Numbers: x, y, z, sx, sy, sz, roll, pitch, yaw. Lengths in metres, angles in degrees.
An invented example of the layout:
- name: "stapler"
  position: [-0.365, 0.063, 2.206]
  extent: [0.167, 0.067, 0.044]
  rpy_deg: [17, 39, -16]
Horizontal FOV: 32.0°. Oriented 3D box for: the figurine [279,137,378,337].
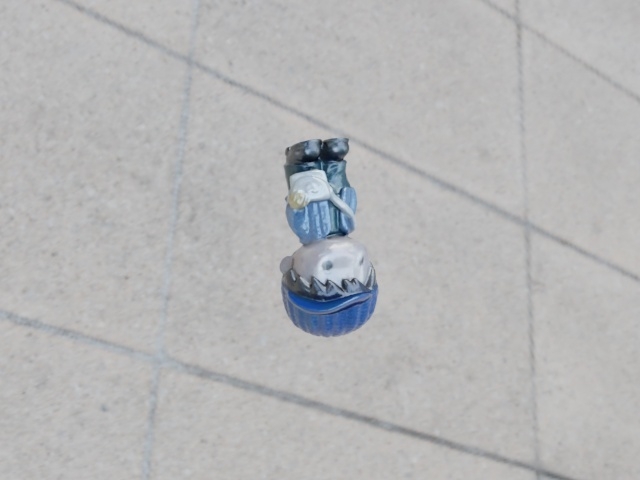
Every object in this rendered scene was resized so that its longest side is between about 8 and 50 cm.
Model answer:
- name: "figurine"
  position: [0.000, 0.000, 0.846]
  extent: [0.086, 0.087, 0.149]
  rpy_deg: [-8, 88, -35]
